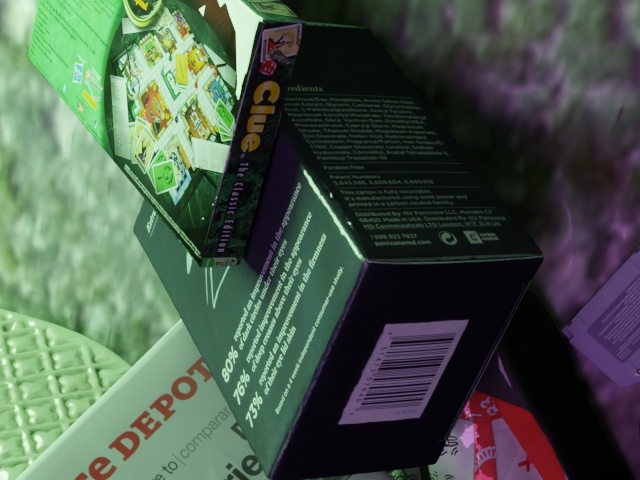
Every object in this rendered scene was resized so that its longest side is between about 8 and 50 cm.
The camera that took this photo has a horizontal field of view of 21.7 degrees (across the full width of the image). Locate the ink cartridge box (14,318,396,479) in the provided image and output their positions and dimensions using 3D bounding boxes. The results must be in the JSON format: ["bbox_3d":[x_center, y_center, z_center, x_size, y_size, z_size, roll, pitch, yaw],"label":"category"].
[{"bbox_3d":[-0.039,0.213,0.892,0.289,0.211,0.121,39,146,9],"label":"ink cartridge box"}]

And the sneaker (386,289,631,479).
[{"bbox_3d":[0.102,0.163,0.965,0.145,0.090,0.270,-19,98,37],"label":"sneaker"}]

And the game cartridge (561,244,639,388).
[{"bbox_3d":[0.176,0.041,0.907,0.056,0.017,0.083,45,127,10],"label":"game cartridge"}]

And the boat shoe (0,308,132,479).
[{"bbox_3d":[-0.270,0.143,1.130,0.500,0.187,0.156,15,127,28],"label":"boat shoe"}]

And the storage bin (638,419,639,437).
[{"bbox_3d":[0.246,0.146,0.871,0.122,0.084,0.180,1,113,31],"label":"storage bin"}]

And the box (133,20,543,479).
[{"bbox_3d":[0.000,0.000,0.881,0.207,0.108,0.153,59,138,40],"label":"box"}]

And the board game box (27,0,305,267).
[{"bbox_3d":[-0.093,-0.107,0.899,0.259,0.030,0.136,47,131,47],"label":"board game box"}]
